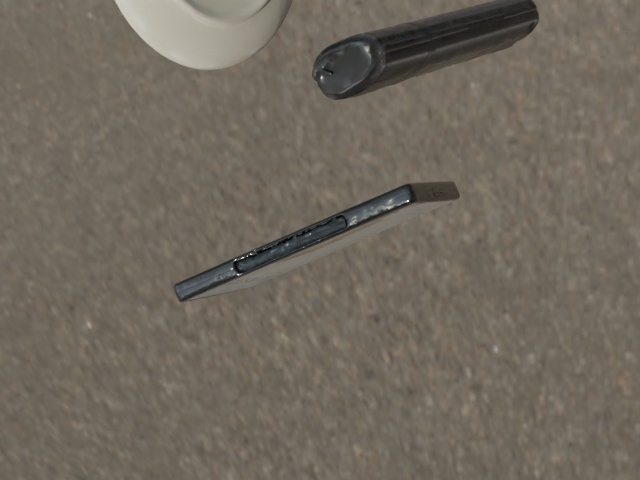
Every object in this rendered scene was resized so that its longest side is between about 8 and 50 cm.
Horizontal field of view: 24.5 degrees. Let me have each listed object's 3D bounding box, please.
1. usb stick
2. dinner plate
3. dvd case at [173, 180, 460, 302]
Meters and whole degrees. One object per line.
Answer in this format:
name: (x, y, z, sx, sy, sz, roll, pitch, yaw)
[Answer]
usb stick: (0.096, -0.168, 1.252, 0.278, 0.077, 0.045, -23, 86, -50)
dinner plate: (-0.057, -0.161, 0.776, 0.017, 0.141, 0.141, 1, 52, 45)
dvd case: (0.000, 0.000, 1.430, 0.253, 0.180, 0.022, -23, 86, 18)
